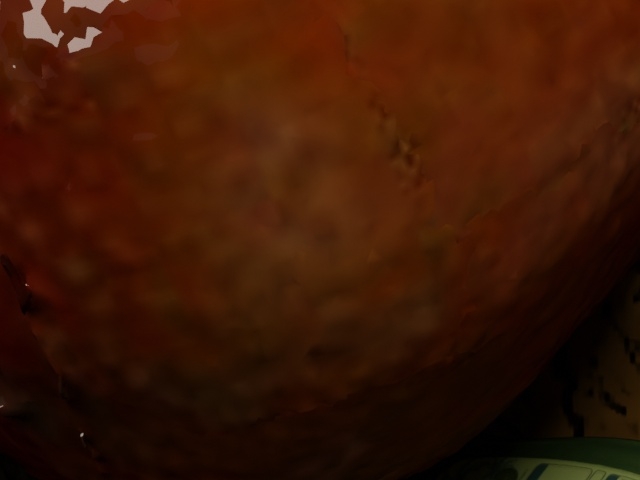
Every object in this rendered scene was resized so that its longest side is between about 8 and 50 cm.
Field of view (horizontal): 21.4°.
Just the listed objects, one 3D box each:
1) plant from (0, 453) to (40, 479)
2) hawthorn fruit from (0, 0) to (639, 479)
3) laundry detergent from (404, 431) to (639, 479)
[{"bbox_3d":[-0.227,0.074,0.689,0.320,0.181,0.194,-16,57,27],"label":"plant"},{"bbox_3d":[-0.017,-0.066,0.511,0.295,0.295,0.311,12,41,43],"label":"hawthorn fruit"},{"bbox_3d":[0.045,0.122,0.506,0.221,0.078,0.144,9,72,41],"label":"laundry detergent"}]
